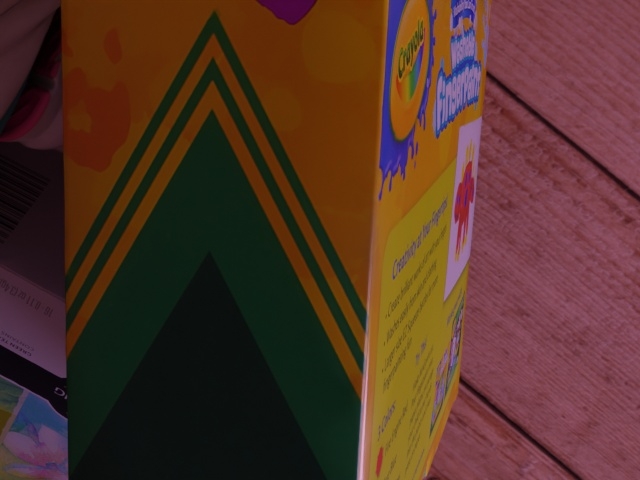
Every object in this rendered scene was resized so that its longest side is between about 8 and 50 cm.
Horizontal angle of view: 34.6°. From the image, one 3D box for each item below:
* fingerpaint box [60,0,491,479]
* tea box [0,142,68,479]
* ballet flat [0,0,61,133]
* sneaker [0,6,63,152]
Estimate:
[{"bbox_3d":[0.000,0.000,0.677,0.445,0.163,0.371,-44,139,-69],"label":"fingerpaint box"},{"bbox_3d":[-0.210,0.017,0.885,0.323,0.220,0.329,-54,-171,43],"label":"tea box"},{"bbox_3d":[-0.192,-0.158,0.535,0.400,0.139,0.139,-44,180,22],"label":"ballet flat"},{"bbox_3d":[-0.149,-0.141,0.698,0.103,0.111,0.252,-26,-134,32],"label":"sneaker"}]
